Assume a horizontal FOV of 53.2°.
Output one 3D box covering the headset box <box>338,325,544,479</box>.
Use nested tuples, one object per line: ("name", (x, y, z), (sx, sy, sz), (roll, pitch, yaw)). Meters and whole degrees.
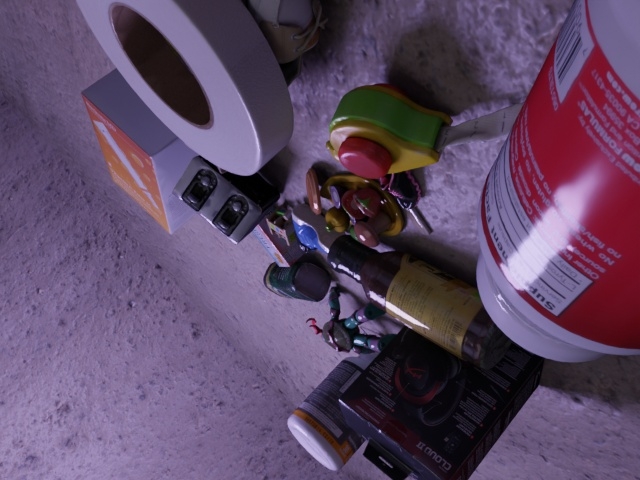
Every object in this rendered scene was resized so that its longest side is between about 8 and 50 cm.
("headset box", (0.189, 0.260, 1.049), (0.218, 0.293, 0.110), (31, 153, 32))

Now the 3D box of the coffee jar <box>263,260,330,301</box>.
("coffee jar", (-0.059, 0.092, 1.483), (0.096, 0.079, 0.184), (32, 164, -24))

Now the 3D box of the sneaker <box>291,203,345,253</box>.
("sneaker", (0.001, -0.001, 1.253), (0.152, 0.058, 0.085), (39, 151, 29))

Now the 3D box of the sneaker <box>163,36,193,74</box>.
("sneaker", (-0.241, -0.361, 1.079), (0.126, 0.091, 0.240), (53, 166, 37))

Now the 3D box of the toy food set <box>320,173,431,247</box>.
("toy food set", (0.064, -0.040, 1.059), (0.218, 0.071, 0.128), (6, 134, 58))

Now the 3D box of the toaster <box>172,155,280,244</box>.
("toaster", (-0.181, -0.097, 1.269), (0.168, 0.110, 0.186), (40, -161, -2))

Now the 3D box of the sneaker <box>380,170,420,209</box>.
("sneaker", (0.108, -0.084, 0.928), (0.047, 0.057, 0.119), (23, 149, 41))

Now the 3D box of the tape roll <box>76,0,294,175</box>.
("tape roll", (-0.198, -0.260, 0.899), (0.392, 0.072, 0.392), (39, 160, 17))

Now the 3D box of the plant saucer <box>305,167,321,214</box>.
("plant saucer", (-0.014, -0.087, 1.137), (0.083, 0.013, 0.083), (170, 90, -83))

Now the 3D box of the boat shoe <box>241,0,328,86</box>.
("boat shoe", (-0.042, -0.286, 0.805), (0.103, 0.113, 0.302), (42, 165, -4))

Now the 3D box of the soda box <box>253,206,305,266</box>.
("soda box", (-0.112, -0.027, 1.414), (0.183, 0.058, 0.063), (54, 157, -16))

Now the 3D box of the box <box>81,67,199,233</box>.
("box", (-0.358, -0.203, 1.414), (0.215, 0.168, 0.345), (41, 157, 13))

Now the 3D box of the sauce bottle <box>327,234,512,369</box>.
("sauce bottle", (0.152, 0.084, 1.061), (0.344, 0.111, 0.111), (30, 152, 36))

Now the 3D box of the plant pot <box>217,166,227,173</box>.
("plant pot", (-0.165, -0.208, 1.156), (0.096, 0.109, 0.109), (50, 161, 23))

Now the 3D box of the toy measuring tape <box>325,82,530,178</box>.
("toy measuring tape", (0.104, -0.145, 0.761), (0.121, 0.121, 0.330), (54, 150, -18))

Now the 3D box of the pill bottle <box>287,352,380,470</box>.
("pill bottle", (0.071, 0.369, 1.462), (0.162, 0.278, 0.162), (39, 157, 20))

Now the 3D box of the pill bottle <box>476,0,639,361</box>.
("pill bottle", (0.257, -0.049, 0.494), (0.229, 0.229, 0.408), (40, 157, 17))

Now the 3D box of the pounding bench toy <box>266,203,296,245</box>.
("pounding bench toy", (-0.076, -0.044, 1.329), (0.065, 0.052, 0.083), (33, 154, 31))

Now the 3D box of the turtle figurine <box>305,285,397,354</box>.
("turtle figurine", (0.067, 0.196, 1.409), (0.175, 0.118, 0.234), (52, 152, -13))
